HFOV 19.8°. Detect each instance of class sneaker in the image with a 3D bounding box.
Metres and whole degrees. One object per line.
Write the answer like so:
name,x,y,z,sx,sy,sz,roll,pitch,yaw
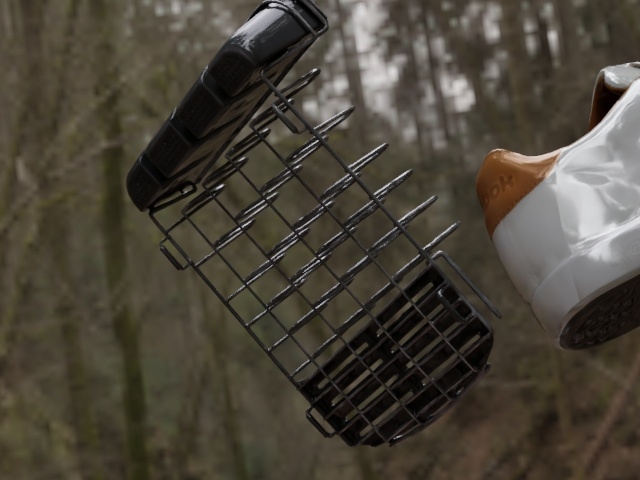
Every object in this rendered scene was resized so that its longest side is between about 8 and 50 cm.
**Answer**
sneaker,0.210,-0.060,0.903,0.290,0.123,0.106,-23,-28,-17

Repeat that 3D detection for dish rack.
dish rack,0.000,0.000,1.179,0.074,0.271,0.208,-37,-6,-40
